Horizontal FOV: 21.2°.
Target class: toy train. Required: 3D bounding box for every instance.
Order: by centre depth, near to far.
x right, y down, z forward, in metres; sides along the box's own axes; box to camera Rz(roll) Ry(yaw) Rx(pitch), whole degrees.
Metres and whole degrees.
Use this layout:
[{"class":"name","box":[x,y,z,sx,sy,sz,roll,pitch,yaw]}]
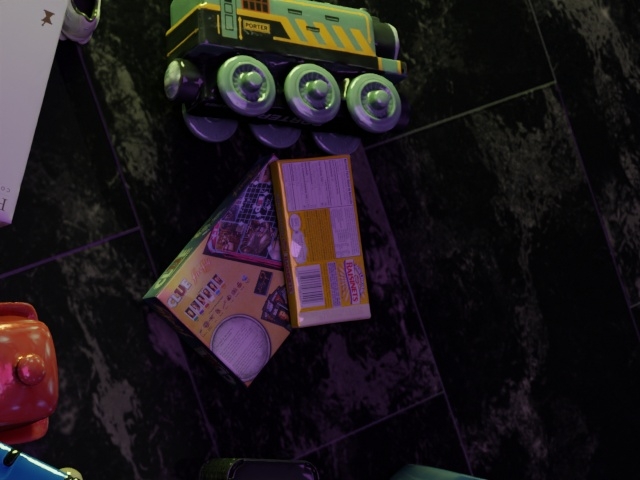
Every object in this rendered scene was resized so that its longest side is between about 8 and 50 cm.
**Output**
[{"class":"toy train","box":[-0.038,-0.216,2.100,0.334,0.142,0.190,5,72,-29]}]

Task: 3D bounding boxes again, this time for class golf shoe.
[{"class":"golf shoe","box":[-0.279,-0.322,2.001,0.069,0.086,0.176,-3,84,-28]}]

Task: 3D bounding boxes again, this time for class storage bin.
[{"class":"storage bin","box":[-0.076,0.350,2.034,0.122,0.084,0.180,6,80,-29]}]

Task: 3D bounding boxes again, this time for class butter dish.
[{"class":"butter dish","box":[-0.345,0.146,1.876,0.160,0.118,0.160,-3,85,-45]}]

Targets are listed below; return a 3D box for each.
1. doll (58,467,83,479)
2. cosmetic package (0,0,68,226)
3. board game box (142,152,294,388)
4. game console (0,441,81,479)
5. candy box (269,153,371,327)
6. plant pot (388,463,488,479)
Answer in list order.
[{"class":"doll","box":[-0.270,0.340,1.911,0.046,0.129,0.189,57,15,-55]},{"class":"cosmetic package","box":[-0.406,-0.207,1.877,0.197,0.155,0.365,18,75,-29]},{"class":"board game box","box":[-0.081,0.037,2.092,0.165,0.042,0.243,47,65,-17]},{"class":"game console","box":[-0.344,0.379,1.767,0.250,0.173,0.293,24,66,10]},{"class":"candy box","box":[0.000,0.000,2.101,0.105,0.027,0.205,-6,87,-32]},{"class":"plant pot","box":[0.139,0.432,2.068,0.212,0.236,0.236,-38,103,-20]}]
